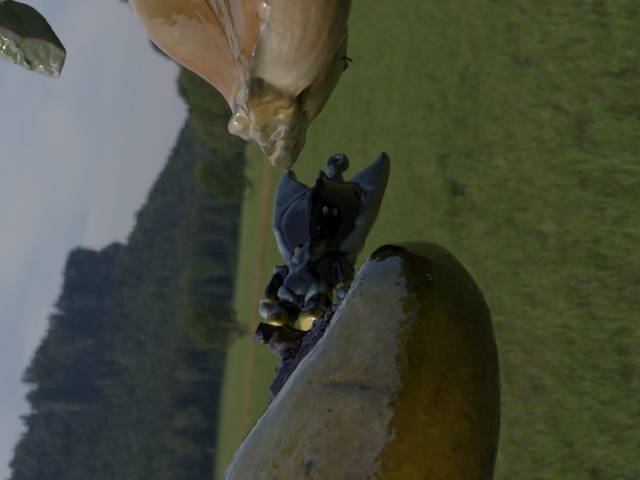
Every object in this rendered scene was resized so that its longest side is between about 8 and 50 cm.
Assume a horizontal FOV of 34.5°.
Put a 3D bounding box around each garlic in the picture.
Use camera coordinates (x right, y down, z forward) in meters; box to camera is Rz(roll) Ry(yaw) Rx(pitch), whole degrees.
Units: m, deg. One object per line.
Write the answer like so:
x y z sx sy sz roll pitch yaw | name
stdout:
-0.085 -0.252 1.042 0.313 0.249 0.286 59 -166 24 | garlic

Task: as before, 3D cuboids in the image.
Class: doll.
0.005 0.000 1.294 0.145 0.103 0.316 -33 28 37 | doll

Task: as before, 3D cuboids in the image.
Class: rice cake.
-0.307 -0.211 1.026 0.042 0.080 0.222 -65 29 11 | rice cake

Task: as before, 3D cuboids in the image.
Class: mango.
0.026 0.165 0.676 0.329 0.177 0.176 -57 -24 3 | mango

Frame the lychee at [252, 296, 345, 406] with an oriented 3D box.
0.045 0.138 0.960 0.200 0.238 0.200 -57 0 0 | lychee
